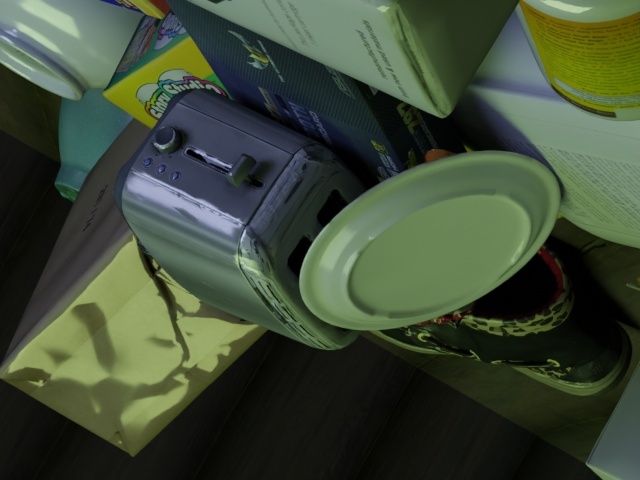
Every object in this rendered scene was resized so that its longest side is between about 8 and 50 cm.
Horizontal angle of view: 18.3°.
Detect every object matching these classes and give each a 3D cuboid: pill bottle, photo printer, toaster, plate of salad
[{"bbox_3d":[0.162,-0.156,1.118,0.117,0.117,0.215,26,171,22],"label":"pill bottle"},{"bbox_3d":[0.239,-0.073,1.367,0.256,0.107,0.307,37,169,-33],"label":"photo printer"},{"bbox_3d":[-0.039,-0.006,1.488,0.146,0.129,0.227,24,162,36],"label":"toaster"},{"bbox_3d":[0.076,-0.004,1.421,0.200,0.200,0.048,43,-161,-55],"label":"plate of salad"}]

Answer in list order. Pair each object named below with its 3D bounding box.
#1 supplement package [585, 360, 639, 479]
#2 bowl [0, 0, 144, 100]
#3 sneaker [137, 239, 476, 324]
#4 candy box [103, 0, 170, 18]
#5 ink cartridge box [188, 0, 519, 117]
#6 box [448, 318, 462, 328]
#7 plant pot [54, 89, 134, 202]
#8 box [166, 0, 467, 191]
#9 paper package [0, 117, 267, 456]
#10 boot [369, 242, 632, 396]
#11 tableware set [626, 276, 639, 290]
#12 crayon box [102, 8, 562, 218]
[{"bbox_3d":[0.482,0.259,2.232,0.293,0.175,0.177,24,170,35],"label":"supplement package"},{"bbox_3d":[-0.272,-0.236,2.026,0.298,0.134,0.298,30,172,5],"label":"bowl"},{"bbox_3d":[0.000,0.000,1.703,0.299,0.112,0.121,19,169,-15],"label":"sneaker"},{"bbox_3d":[-0.271,-0.317,1.596,0.317,0.122,0.268,20,167,42],"label":"candy box"},{"bbox_3d":[-0.023,-0.228,0.959,0.306,0.226,0.131,27,170,25],"label":"ink cartridge box"},{"bbox_3d":[0.133,0.011,2.084,0.094,0.137,0.027,27,171,15],"label":"box"},{"bbox_3d":[-0.185,-0.101,2.297,0.293,0.196,0.293,29,172,5],"label":"plant pot"},{"bbox_3d":[0.001,-0.113,1.435,0.183,0.059,0.233,28,163,33],"label":"box"},{"bbox_3d":[-0.147,-0.001,1.984,0.168,0.325,0.309,33,132,-14],"label":"paper package"},{"bbox_3d":[0.152,0.052,2.253,0.377,0.138,0.284,22,170,24],"label":"boot"},{"bbox_3d":[0.289,0.037,1.456,0.104,0.024,0.154,20,175,-3],"label":"tableware set"},{"bbox_3d":[0.018,-0.115,1.695,0.313,0.106,0.363,34,160,-17],"label":"crayon box"}]
